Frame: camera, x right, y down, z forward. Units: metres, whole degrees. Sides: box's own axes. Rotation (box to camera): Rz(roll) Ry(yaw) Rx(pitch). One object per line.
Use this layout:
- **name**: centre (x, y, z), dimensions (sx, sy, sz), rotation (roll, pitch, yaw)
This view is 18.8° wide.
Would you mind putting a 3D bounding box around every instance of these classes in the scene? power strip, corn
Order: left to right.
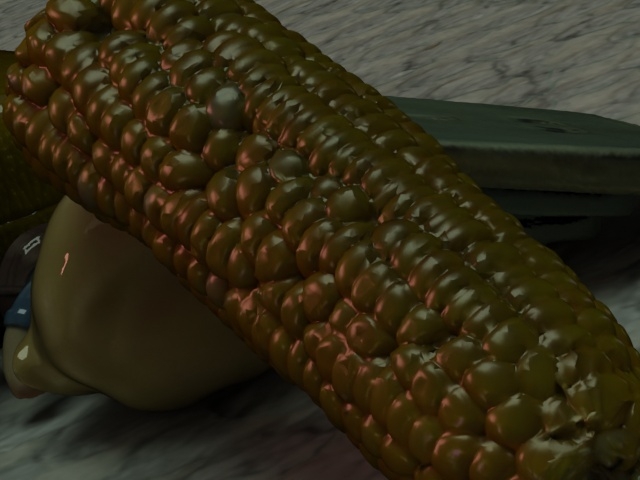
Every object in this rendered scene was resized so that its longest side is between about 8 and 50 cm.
- **corn**: centre (0.001, -0.004, 0.647), dimensions (0.102, 0.102, 0.313), rotation (-27, 46, -30)
- **power strip**: centre (0.054, -0.025, 0.846), dimensions (0.213, 0.065, 0.198), rotation (2, 11, -12)

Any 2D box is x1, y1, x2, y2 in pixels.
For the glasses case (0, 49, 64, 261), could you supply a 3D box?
- **glasses case**: centre (-0.242, -0.036, 1.071), dimensions (0.173, 0.141, 0.371), rotation (-28, 19, -31)

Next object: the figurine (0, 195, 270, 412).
- **figurine**: centre (-0.090, 0.025, 0.829), dimensions (0.114, 0.108, 0.196), rotation (-1, -10, -33)
